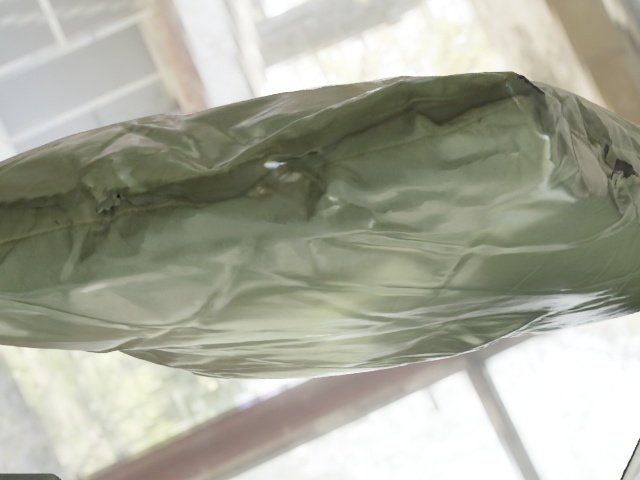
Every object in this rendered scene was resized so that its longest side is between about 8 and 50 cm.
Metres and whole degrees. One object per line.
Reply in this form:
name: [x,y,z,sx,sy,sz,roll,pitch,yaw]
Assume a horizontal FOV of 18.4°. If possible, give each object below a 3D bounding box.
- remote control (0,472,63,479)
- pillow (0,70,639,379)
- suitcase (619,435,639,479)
remote control: [-0.194,0.120,0.851,0.027,0.184,0.050,57,39,-48]
pillow: [0.000,0.000,0.704,0.280,0.274,0.076,15,66,-60]
suitcase: [0.255,0.137,0.945,0.194,0.434,0.283,41,-46,-4]
